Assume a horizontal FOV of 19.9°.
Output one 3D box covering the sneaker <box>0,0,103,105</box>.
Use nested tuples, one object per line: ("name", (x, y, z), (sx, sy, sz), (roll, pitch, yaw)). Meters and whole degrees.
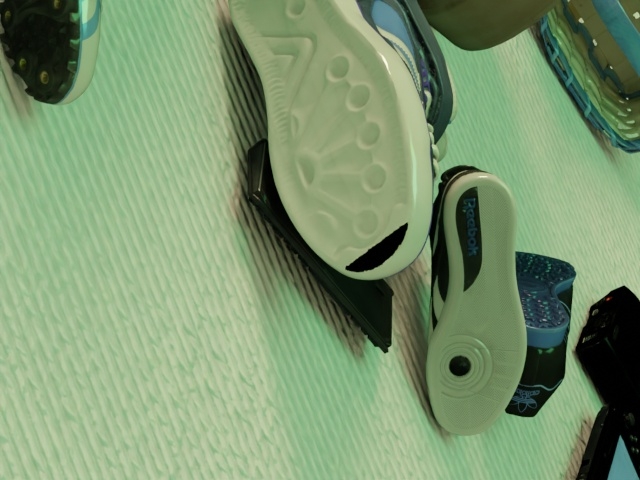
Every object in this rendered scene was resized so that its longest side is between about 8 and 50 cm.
("sneaker", (-0.166, -0.193, 1.220), (0.086, 0.085, 0.237), (19, 53, -40))

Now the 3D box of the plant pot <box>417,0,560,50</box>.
("plant pot", (0.117, -0.381, 1.656), (0.280, 0.323, 0.323), (34, 39, -18))

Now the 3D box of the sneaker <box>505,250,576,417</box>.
("sneaker", (0.182, 0.078, 1.624), (0.232, 0.081, 0.090), (-61, 162, -71))

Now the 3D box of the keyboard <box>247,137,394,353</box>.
("keyboard", (0.000, 0.000, 1.418), (0.180, 0.023, 0.108), (50, 24, -28))

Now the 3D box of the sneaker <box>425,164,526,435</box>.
("sneaker", (0.126, 0.045, 1.518), (0.121, 0.079, 0.216), (-104, -162, -80))

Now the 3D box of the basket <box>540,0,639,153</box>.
("basket", (0.355, -0.214, 1.988), (0.254, 0.201, 0.289), (54, 21, -23))

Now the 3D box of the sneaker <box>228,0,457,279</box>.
("sneaker", (0.060, -0.083, 1.443), (0.236, 0.130, 0.322), (27, 34, -50))

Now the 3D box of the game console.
("game console", (0.301, 0.210, 1.750), (0.213, 0.044, 0.361), (57, 30, -15))
